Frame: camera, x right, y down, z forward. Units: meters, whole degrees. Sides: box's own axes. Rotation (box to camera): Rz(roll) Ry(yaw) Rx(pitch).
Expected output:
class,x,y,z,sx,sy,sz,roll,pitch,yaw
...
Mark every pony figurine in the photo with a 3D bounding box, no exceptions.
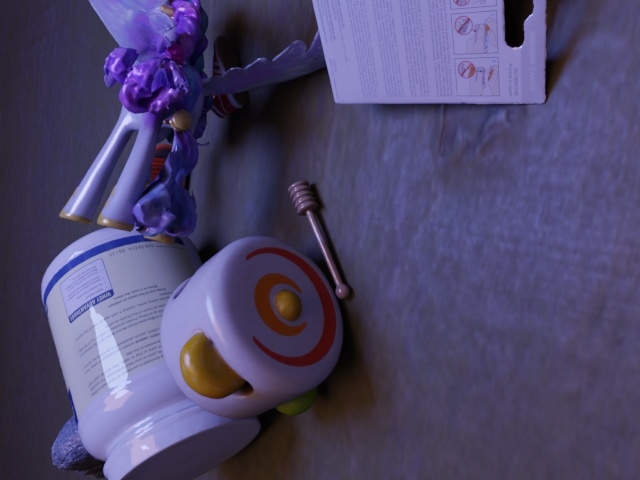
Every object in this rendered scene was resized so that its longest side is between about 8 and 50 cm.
class,x,y,z,sx,sy,sz,roll,pitch,yaw
pony figurine,-0.189,-0.184,0.692,0.351,0.302,0.364,7,81,53

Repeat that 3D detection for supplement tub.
class,x,y,z,sx,sy,sz,roll,pitch,yaw
supplement tub,-0.240,0.161,0.792,0.235,0.235,0.325,-51,56,33

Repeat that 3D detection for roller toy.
class,x,y,z,sx,sy,sz,roll,pitch,yaw
roller toy,-0.076,0.098,0.654,0.146,0.209,0.191,-36,51,39

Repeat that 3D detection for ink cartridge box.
class,x,y,z,sx,sy,sz,roll,pitch,yaw
ink cartridge box,0.101,-0.222,0.531,0.224,0.056,0.181,6,130,28

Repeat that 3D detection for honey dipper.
class,x,y,z,sx,sy,sz,roll,pitch,yaw
honey dipper,0.000,0.000,0.700,0.030,0.030,0.161,-36,68,39

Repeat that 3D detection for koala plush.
class,x,y,z,sx,sy,sz,roll,pitch,yaw
koala plush,-0.348,0.270,0.953,0.196,0.203,0.221,-43,49,36

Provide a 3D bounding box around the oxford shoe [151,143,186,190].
class,x,y,z,sx,sy,sz,roll,pitch,yaw
oxford shoe,-0.305,-0.045,0.965,0.098,0.096,0.272,39,117,45

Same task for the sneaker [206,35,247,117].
class,x,y,z,sx,sy,sz,roll,pitch,yaw
sneaker,-0.152,-0.245,0.844,0.067,0.042,0.119,-24,75,39
